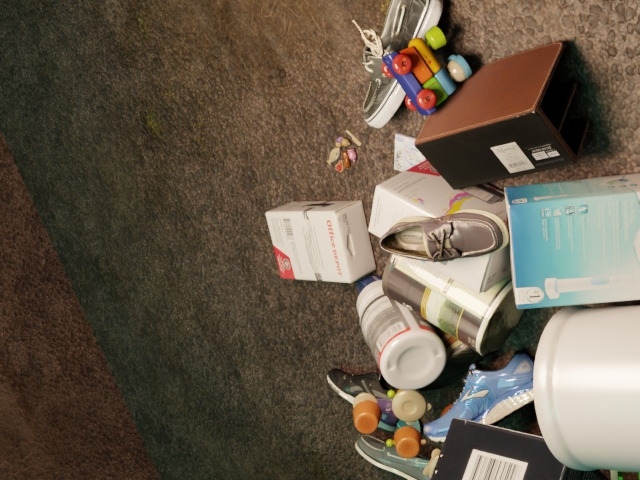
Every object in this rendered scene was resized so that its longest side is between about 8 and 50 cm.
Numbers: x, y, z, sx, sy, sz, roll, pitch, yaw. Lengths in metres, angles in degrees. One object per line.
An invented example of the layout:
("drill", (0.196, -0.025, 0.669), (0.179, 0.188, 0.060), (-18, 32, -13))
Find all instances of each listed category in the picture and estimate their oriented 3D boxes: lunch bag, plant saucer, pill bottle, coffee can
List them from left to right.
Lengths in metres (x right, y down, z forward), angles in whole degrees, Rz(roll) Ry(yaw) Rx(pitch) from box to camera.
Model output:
("lunch bag", (0.143, 0.145, 2.121), (0.067, 0.065, 0.099), (-144, 43, -59))
("pill bottle", (0.188, 0.221, 1.960), (0.283, 0.161, 0.161), (-115, 21, -62))
("plant saucer", (0.236, 0.503, 2.247), (0.119, 0.021, 0.119), (22, 124, 37))
("coffee can", (0.308, 0.107, 1.830), (0.275, 0.201, 0.202), (31, 130, 31))

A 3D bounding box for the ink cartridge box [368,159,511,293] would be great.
("ink cartridge box", (0.293, -0.042, 1.750), (0.306, 0.226, 0.131), (29, 130, 31))

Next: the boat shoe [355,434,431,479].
("boat shoe", (0.237, 0.602, 2.253), (0.319, 0.116, 0.099), (19, 98, 40))

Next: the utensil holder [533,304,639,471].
("utensil holder", (0.646, 0.270, 1.483), (0.385, 0.327, 0.328), (-11, 102, 45))

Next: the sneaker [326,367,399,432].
("sneaker", (0.139, 0.415, 2.267), (0.283, 0.107, 0.124), (32, 98, 44))

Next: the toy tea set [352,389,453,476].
("toy tea set", (0.247, 0.464, 2.057), (0.336, 0.124, 0.200), (30, 105, -2))

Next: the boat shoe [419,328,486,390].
("boat shoe", (0.305, 0.281, 2.006), (0.324, 0.122, 0.120), (-47, 44, 46))

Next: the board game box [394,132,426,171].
("board game box", (0.216, -0.202, 1.900), (0.090, 0.020, 0.090), (23, 126, 37))

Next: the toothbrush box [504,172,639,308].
("toothbrush box", (0.509, -0.001, 1.523), (0.295, 0.126, 0.217), (-6, 110, 12))

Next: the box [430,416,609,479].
("box", (0.470, 0.585, 1.769), (0.293, 0.212, 0.395), (3, 149, 44))

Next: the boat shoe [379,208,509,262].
("boat shoe", (0.236, -0.001, 1.584), (0.285, 0.092, 0.103), (2, 115, 48))

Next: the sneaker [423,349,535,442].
("sneaker", (0.381, 0.372, 1.914), (0.330, 0.129, 0.147), (-35, 68, 17))

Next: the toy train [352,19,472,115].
("toy train", (0.195, -0.394, 1.659), (0.248, 0.143, 0.105), (53, 176, -12))

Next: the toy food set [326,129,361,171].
("toy food set", (0.058, -0.220, 2.052), (0.078, 0.019, 0.122), (46, 136, 18))

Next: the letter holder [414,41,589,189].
("letter holder", (0.378, -0.252, 1.632), (0.152, 0.215, 0.301), (43, 148, -27))

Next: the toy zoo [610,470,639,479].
("toy zoo", (0.756, 0.549, 1.652), (0.293, 0.030, 0.193), (-4, 100, 20))

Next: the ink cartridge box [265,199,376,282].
("ink cartridge box", (0.000, 0.000, 2.155), (0.272, 0.114, 0.197), (2, 111, 46))

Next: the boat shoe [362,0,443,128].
("boat shoe", (0.147, -0.406, 1.765), (0.121, 0.119, 0.335), (-100, 28, -53))
